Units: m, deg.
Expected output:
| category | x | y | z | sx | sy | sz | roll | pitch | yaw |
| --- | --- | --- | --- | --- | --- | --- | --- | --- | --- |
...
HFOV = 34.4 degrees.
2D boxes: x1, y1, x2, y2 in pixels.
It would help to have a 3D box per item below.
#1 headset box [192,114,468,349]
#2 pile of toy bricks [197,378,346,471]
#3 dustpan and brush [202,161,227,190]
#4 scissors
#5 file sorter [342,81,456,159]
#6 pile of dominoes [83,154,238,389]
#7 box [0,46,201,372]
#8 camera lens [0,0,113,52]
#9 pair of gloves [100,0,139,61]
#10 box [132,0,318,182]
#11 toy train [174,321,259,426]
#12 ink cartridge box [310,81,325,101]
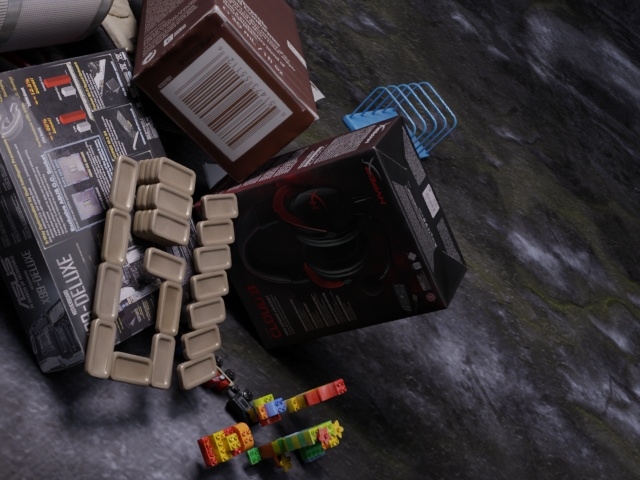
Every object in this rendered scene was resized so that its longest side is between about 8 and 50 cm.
| category | x | y | z | sx | sy | sz | roll | pitch | yaw |
| --- | --- | --- | --- | --- | --- | --- | --- | --- | --- |
| headset box | 0.000 | 0.000 | 1.276 | 0.218 | 0.293 | 0.110 | 65 | 31 | -17 |
| pile of toy bricks | -0.027 | 0.224 | 1.155 | 0.212 | 0.105 | 0.118 | -13 | 80 | -53 |
| dustpan and brush | -0.076 | -0.027 | 1.457 | 0.211 | 0.060 | 0.147 | 3 | 59 | -39 |
| scissors | -0.312 | -0.183 | 1.385 | 0.297 | 0.021 | 0.109 | 29 | 34 | -26 |
| file sorter | 0.148 | -0.213 | 1.857 | 0.118 | 0.104 | 0.170 | 53 | 34 | 12 |
| pile of dominoes | -0.177 | 0.039 | 1.133 | 0.196 | 0.040 | 0.251 | 25 | 66 | -51 |
| box | -0.256 | -0.042 | 1.135 | 0.242 | 0.076 | 0.307 | -32 | 103 | -56 |
| camera lens | -0.400 | -0.337 | 1.249 | 0.274 | 0.219 | 0.219 | -23 | 72 | -48 |
| pair of gloves | -0.260 | -0.324 | 1.476 | 0.204 | 0.042 | 0.240 | 56 | 26 | 10 |
| box | -0.124 | -0.258 | 1.344 | 0.191 | 0.143 | 0.381 | 45 | 16 | -28 |
| toy train | -0.126 | 0.157 | 1.216 | 0.158 | 0.027 | 0.036 | 47 | 43 | 1 |
| ink cartridge box | -0.044 | -0.244 | 1.744 | 0.063 | 0.029 | 0.115 | 49 | 31 | 5 |
